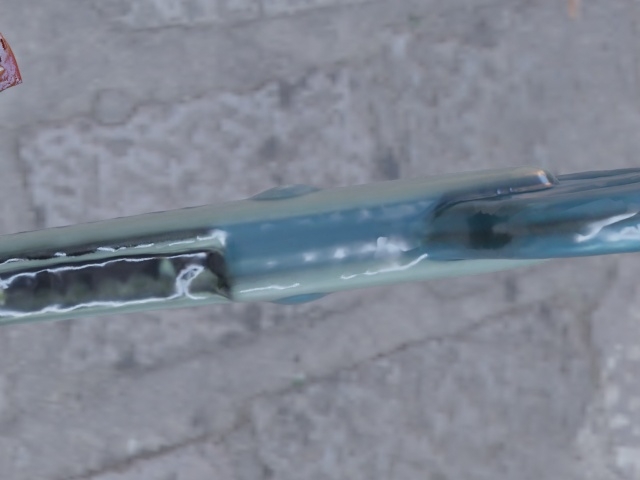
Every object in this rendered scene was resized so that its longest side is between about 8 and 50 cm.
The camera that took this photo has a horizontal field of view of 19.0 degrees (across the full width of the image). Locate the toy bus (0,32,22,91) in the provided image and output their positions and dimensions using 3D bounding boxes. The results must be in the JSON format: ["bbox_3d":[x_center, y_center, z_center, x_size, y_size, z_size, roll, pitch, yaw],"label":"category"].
[{"bbox_3d":[-0.218,-0.086,1.060,0.110,0.031,0.043,-29,110,-43],"label":"toy bus"}]

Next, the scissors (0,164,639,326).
[{"bbox_3d":[0.000,0.000,0.660,0.289,0.138,0.041,-8,98,-3],"label":"scissors"}]
